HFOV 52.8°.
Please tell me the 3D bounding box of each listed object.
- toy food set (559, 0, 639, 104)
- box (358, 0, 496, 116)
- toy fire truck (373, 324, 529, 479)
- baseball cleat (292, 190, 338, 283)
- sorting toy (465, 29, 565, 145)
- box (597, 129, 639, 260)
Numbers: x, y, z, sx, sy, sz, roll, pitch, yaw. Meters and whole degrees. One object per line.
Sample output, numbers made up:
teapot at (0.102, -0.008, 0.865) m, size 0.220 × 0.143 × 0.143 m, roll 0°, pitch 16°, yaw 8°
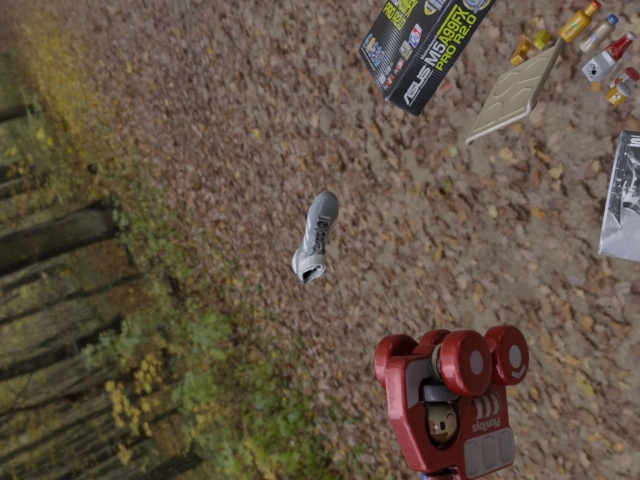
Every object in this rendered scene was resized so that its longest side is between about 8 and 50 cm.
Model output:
toy food set at (0.664, -0.431, 1.472) m, size 0.104 × 0.111 × 0.232 m, roll -50°, pitch 56°, yaw 48°
box at (0.156, -0.338, 0.997) m, size 0.216 × 0.060 × 0.270 m, roll -57°, pitch 22°, yaw 25°
toy fire truck at (0.222, 0.273, 1.055) m, size 0.170 × 0.302 × 0.253 m, roll -12°, pitch 80°, yaw 43°
baseball cleat at (0.000, 0.000, 1.391) m, size 0.109 × 0.072 × 0.205 m, roll -120°, pitch 44°, yaw -56°
sorting toy at (0.451, -0.355, 1.434) m, size 0.041 × 0.307 × 0.229 m, roll 36°, pitch 157°, yaw -12°
box at (0.525, -0.051, 0.899) m, size 0.231 × 0.056 × 0.182 m, roll 11°, pitch 98°, yaw 21°
